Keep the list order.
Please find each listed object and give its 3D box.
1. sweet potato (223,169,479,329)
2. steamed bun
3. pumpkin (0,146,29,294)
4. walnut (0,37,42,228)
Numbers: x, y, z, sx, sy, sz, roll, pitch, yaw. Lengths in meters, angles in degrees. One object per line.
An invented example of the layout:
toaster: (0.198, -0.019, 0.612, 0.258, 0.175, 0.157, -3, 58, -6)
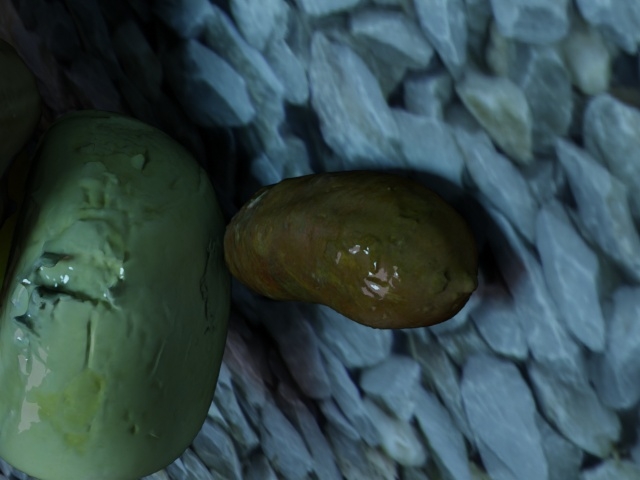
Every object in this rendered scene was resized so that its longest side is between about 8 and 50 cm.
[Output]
sweet potato: (-0.002, -0.001, 1.128, 0.292, 0.097, 0.097, 10, 126, 60)
steamed bun: (-0.140, 0.038, 1.259, 0.273, 0.166, 0.232, -103, 28, -67)
pumpkin: (-0.392, -0.039, 1.510, 0.199, 0.332, 0.332, -12, 108, 46)
walnut: (-0.373, -0.076, 1.175, 0.383, 0.383, 0.384, 39, 146, 33)
